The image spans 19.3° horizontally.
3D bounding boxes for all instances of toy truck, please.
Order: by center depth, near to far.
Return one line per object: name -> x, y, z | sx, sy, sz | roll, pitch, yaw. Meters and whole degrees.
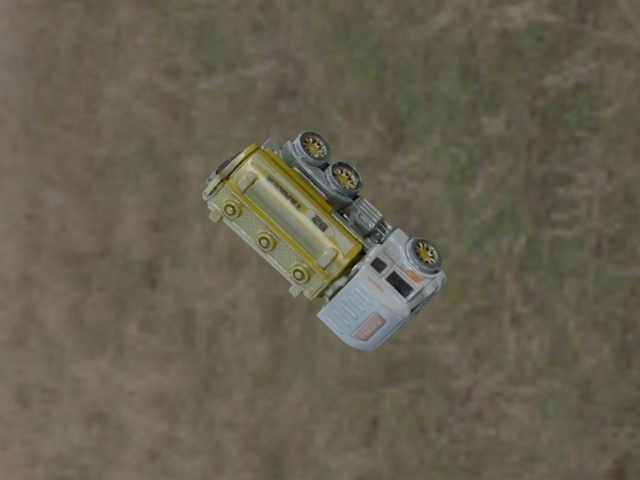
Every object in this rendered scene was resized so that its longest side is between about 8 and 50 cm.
toy truck -> 0.000, 0.000, 0.949 | 0.052, 0.123, 0.063 | -47, 0, 41
